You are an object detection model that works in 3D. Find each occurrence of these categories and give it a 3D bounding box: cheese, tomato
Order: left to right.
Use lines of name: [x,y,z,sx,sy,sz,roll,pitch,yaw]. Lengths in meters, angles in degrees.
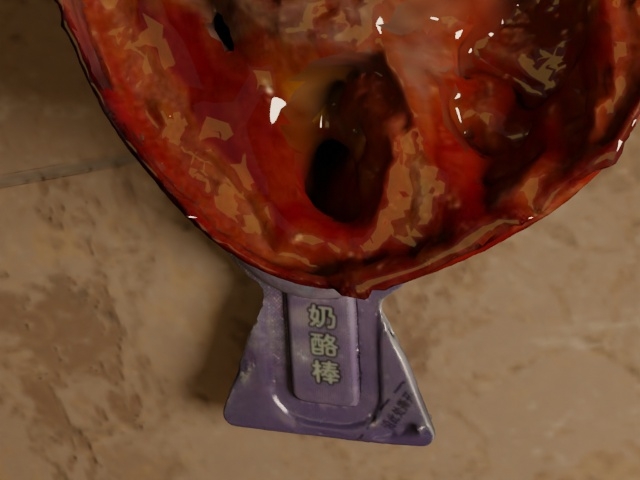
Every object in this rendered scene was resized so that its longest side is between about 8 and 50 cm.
cheese: [0.000,0.000,0.764,0.105,0.042,0.191,4,120,17]
tomato: [0.018,-0.098,0.665,0.228,0.101,0.228,1,95,15]
